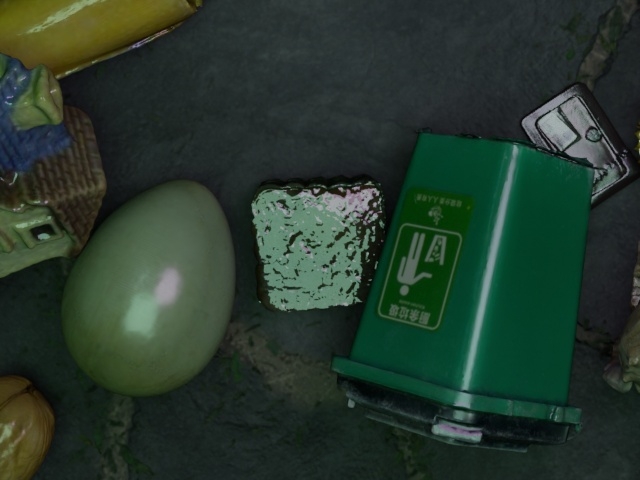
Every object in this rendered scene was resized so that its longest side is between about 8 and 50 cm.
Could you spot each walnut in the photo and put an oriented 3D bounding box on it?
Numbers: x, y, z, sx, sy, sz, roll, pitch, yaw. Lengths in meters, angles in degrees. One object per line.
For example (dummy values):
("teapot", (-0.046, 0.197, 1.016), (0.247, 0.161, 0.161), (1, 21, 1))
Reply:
("walnut", (-0.440, 0.271, 1.923), (0.144, 0.144, 0.180), (44, 100, -5))

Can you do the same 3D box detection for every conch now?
("conch", (0.473, 0.096, 1.841), (0.186, 0.263, 0.324), (31, 59, -10))

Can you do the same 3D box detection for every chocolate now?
("chocolate", (-0.375, -0.271, 1.857), (0.445, 0.162, 0.162), (-26, 97, 7))

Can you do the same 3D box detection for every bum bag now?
("bum bag", (0.352, -0.125, 1.927), (0.109, 0.026, 0.159), (-33, 91, 4))

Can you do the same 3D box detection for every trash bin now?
("trash bin", (0.215, 0.066, 1.818), (0.295, 0.259, 0.381), (13, 90, -44))

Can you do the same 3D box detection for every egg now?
("egg", (-0.217, 0.059, 1.855), (0.218, 0.218, 0.295), (18, 85, -2))

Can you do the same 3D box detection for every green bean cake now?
("green bean cake", (0.000, 0.000, 1.906), (0.181, 0.094, 0.173), (-5, 98, 0))

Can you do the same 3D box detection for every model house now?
("model house", (-0.415, -0.080, 1.750), (0.266, 0.321, 0.261), (-20, 55, 3))

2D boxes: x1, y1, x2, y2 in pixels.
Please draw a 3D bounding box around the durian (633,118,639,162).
("durian", (0.474, -0.136, 1.823), (0.146, 0.102, 0.208), (-15, 82, 16))
